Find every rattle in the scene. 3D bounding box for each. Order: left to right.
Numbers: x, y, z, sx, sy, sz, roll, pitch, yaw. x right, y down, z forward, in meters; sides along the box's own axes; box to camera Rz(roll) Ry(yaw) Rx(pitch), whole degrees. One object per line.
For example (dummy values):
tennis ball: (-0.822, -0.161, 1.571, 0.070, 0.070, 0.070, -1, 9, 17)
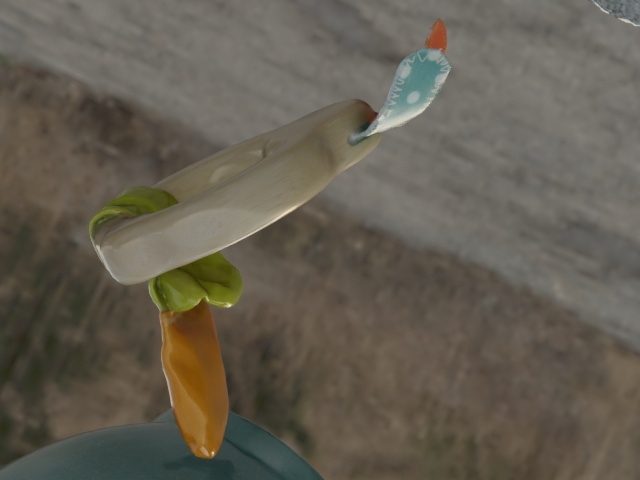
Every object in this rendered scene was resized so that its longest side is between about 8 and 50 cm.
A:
rattle: (0.000, 0.000, 0.930, 0.143, 0.199, 0.130, 64, 172, 5)

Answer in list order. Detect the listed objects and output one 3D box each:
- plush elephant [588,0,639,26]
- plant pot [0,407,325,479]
plush elephant: (0.215, -0.197, 0.661, 0.272, 0.255, 0.330, 10, -166, 38)
plant pot: (-0.092, 0.224, 1.166, 0.293, 0.196, 0.293, 27, 143, 23)
